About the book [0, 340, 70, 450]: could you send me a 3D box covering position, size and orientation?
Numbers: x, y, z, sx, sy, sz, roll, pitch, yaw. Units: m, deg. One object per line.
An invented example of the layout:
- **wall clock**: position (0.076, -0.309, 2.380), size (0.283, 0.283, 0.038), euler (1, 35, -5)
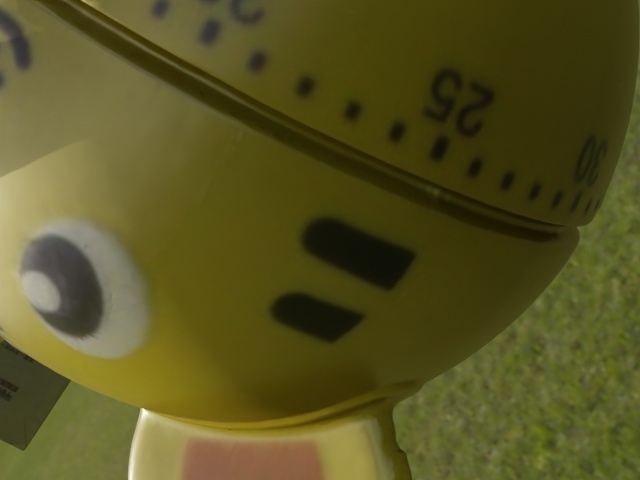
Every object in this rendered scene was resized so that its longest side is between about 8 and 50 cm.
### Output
- **book**: position (-0.271, 0.060, 1.150), size (0.231, 0.161, 0.026), euler (-55, 16, 12)

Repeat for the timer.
- **timer**: position (-0.053, -0.050, 0.584), size (0.387, 0.376, 0.376), euler (-59, 10, 13)
